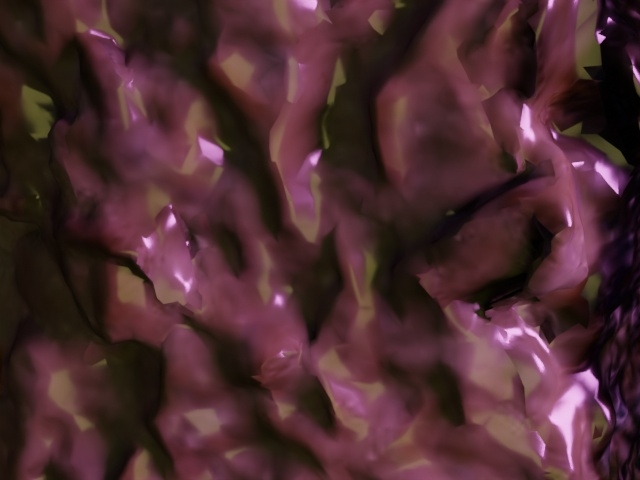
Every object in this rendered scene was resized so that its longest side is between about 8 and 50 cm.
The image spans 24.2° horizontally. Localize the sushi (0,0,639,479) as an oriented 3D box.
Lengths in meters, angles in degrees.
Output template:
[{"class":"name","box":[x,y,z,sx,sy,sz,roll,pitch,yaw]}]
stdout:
[{"class":"sushi","box":[0.000,0.000,0.411,0.211,0.171,0.350,2,112,16]}]
